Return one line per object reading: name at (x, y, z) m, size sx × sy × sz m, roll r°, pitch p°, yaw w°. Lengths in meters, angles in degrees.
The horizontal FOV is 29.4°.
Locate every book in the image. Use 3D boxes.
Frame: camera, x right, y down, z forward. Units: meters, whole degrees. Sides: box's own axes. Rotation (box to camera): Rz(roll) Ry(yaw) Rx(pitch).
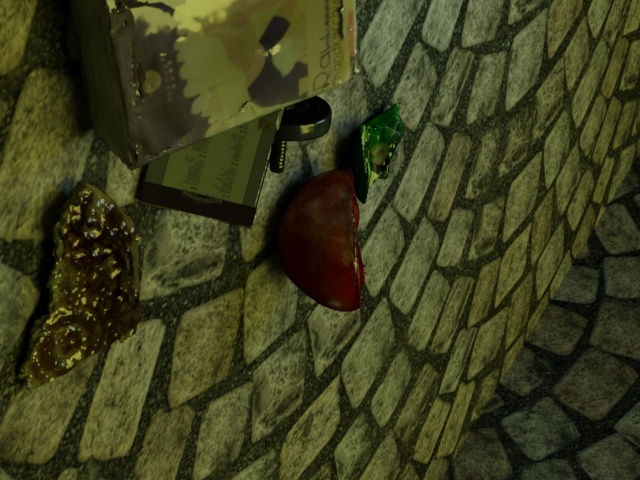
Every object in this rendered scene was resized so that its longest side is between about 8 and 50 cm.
book at (-0.137, -0.143, 1.621) m, size 0.026 × 0.157 × 0.231 m, roll -136°, pitch -119°, yaw -74°

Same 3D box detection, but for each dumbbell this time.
dumbbell at (-0.047, -0.244, 1.704) m, size 0.143 × 0.143 × 0.325 m, roll -34°, pitch 138°, yaw -51°

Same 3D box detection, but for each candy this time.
candy at (0.096, -0.161, 2.143) m, size 0.141 × 0.078 × 0.203 m, roll -67°, pitch 169°, yaw 22°

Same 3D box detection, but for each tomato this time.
tomato at (0.000, 0.000, 1.996) m, size 0.200 × 0.140 × 0.233 m, roll 87°, pitch -1°, yaw -54°

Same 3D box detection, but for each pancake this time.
pancake at (-0.314, 0.072, 1.537) m, size 0.244 × 0.057 × 0.266 m, roll -52°, pitch 147°, yaw -15°

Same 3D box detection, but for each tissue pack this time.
tissue pack at (-0.117, -0.258, 1.455) m, size 0.344 × 0.125 × 0.242 m, roll -26°, pitch 133°, yaw -27°
